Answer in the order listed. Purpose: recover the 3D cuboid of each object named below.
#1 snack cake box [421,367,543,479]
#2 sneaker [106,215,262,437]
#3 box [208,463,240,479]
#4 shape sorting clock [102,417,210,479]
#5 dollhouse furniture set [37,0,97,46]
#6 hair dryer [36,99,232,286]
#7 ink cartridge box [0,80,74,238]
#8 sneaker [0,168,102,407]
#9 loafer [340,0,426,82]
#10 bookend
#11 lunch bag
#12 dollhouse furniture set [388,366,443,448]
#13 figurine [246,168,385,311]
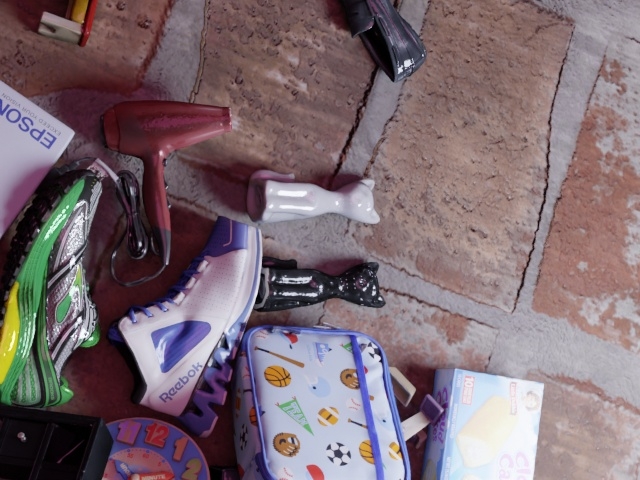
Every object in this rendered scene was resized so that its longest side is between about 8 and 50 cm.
[{"bbox_3d":[0.240,0.335,1.825,0.152,0.089,0.264,10,80,-14],"label":"snack cake box"},{"bbox_3d":[-0.202,0.106,1.709,0.182,0.127,0.316,17,80,-15],"label":"sneaker"},{"bbox_3d":[-0.057,0.403,1.721,0.207,0.108,0.153,7,81,-16],"label":"box"},{"bbox_3d":[-0.254,0.333,1.645,0.206,0.040,0.206,3,50,-4],"label":"shape sorting clock"},{"bbox_3d":[-0.287,-0.475,1.722,0.152,0.201,0.374,12,79,-14],"label":"dollhouse furniture set"},{"bbox_3d":[-0.243,-0.098,1.748,0.223,0.080,0.293,45,87,-2],"label":"hair dryer"},{"bbox_3d":[-0.549,-0.108,1.597,0.324,0.071,0.330,35,62,-12],"label":"ink cartridge box"},{"bbox_3d":[-0.367,0.066,1.670,0.146,0.134,0.344,16,95,-23],"label":"sneaker"},{"bbox_3d":[0.076,-0.347,1.873,0.078,0.076,0.223,-42,99,-24],"label":"loafer"},{"bbox_3d":[-0.376,0.310,1.602,0.157,0.072,0.156,6,55,11],"label":"bookend"},{"bbox_3d":[0.002,0.249,1.692,0.243,0.115,0.303,7,46,-17],"label":"lunch bag"},{"bbox_3d":[0.107,0.258,1.813,0.081,0.091,0.114,-26,61,-36],"label":"dollhouse furniture set"},{"bbox_3d":[0.000,0.000,1.810,0.209,0.092,0.215,2,82,-24],"label":"figurine"}]
